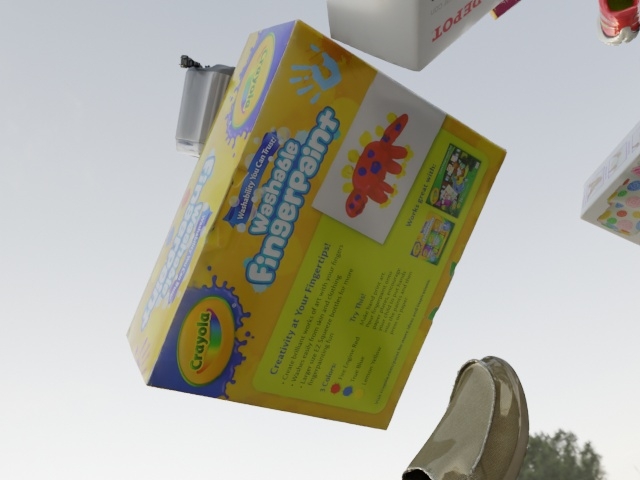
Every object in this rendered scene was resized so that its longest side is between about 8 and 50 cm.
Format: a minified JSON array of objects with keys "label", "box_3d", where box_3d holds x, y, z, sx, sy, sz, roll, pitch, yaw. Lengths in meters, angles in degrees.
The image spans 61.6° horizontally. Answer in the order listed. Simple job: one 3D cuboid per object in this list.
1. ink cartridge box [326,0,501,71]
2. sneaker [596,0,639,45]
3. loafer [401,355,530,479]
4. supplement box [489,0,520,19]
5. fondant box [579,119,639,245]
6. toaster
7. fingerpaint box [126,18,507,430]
[{"label":"ink cartridge box","box_3d":[0.109,-0.353,0.488,0.226,0.131,0.306,-43,-32,-20]},{"label":"sneaker","box_3d":[0.615,-0.545,1.101,0.108,0.278,0.118,-7,-18,23]},{"label":"loafer","box_3d":[0.080,0.134,0.313,0.050,0.147,0.056,26,-26,-13]},{"label":"supplement box","box_3d":[0.273,-0.354,0.745,0.055,0.043,0.083,-39,7,-25]},{"label":"fondant box","box_3d":[0.552,-0.110,0.714,0.239,0.096,0.330,25,-42,3]},{"label":"toaster","box_3d":[-0.146,-0.198,0.894,0.227,0.129,0.146,10,-86,-51]},{"label":"fingerpaint box","box_3d":[0.000,0.000,0.745,0.371,0.163,0.444,21,-87,-30]}]
